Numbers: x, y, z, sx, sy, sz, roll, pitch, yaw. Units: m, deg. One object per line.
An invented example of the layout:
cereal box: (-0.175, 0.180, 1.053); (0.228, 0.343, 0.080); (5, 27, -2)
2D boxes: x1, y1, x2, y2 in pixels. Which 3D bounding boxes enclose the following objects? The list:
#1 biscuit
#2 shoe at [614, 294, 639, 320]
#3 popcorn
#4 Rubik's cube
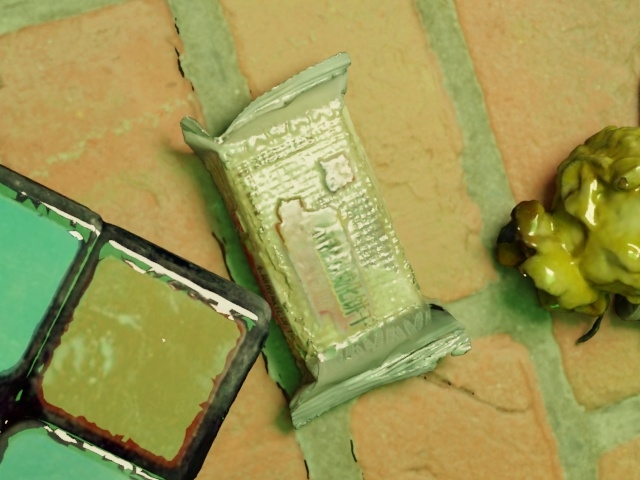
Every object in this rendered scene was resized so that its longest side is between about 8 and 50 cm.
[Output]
biscuit: (0.004, -0.002, 1.682); (0.186, 0.079, 0.309); (-23, 95, -13)
shoe: (0.369, 0.026, 1.795); (0.099, 0.071, 0.169); (34, 85, -17)
popcorn: (0.277, -0.008, 1.720); (0.195, 0.168, 0.173); (-49, 140, 0)
Rubik's cube: (-0.267, 0.117, 1.480); (0.316, 0.313, 0.318); (28, 84, -14)
